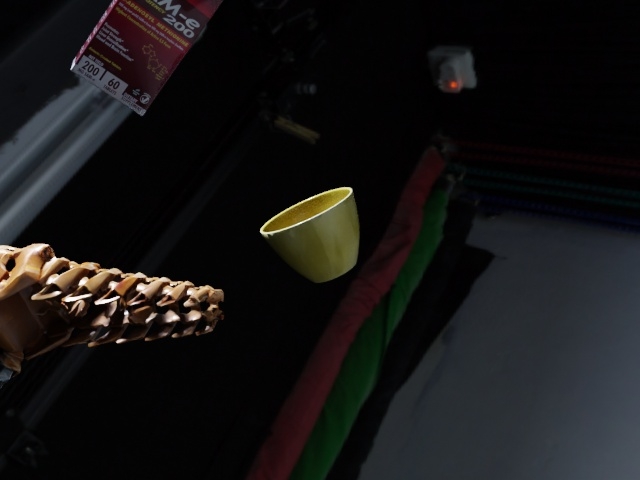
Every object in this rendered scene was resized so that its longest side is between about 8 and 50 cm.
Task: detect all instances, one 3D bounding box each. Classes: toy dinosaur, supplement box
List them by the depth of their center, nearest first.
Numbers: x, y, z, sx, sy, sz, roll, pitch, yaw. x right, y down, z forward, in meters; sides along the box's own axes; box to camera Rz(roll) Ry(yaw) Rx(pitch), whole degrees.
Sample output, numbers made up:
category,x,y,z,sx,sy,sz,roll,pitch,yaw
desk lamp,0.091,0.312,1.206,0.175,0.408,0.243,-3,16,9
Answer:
category,x,y,z,sx,sy,sz,roll,pitch,yaw
toy dinosaur,-0.219,0.059,0.317,0.164,0.322,0.218,50,-160,-29
supplement box,-0.271,-0.334,1.026,0.130,0.073,0.239,32,-79,-28

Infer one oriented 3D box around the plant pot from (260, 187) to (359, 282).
category,x,y,z,sx,sy,sz,roll,pitch,yaw
plant pot,0.000,0.000,0.877,0.134,0.134,0.095,-40,-71,-46
